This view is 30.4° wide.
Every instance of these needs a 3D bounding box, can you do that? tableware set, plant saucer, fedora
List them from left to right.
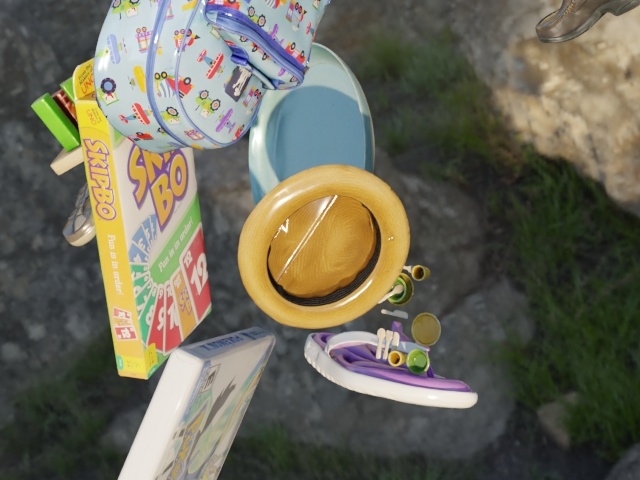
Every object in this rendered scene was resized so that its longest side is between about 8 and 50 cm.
[{"bbox_3d":[-0.010,-0.125,1.704,0.044,0.317,0.317,-1,13,-33],"label":"plant saucer"},{"bbox_3d":[0.000,0.000,1.295,0.194,0.194,0.079,-22,21,0],"label":"fedora"},{"bbox_3d":[0.125,0.110,1.683,0.104,0.154,0.024,12,5,35],"label":"tableware set"}]

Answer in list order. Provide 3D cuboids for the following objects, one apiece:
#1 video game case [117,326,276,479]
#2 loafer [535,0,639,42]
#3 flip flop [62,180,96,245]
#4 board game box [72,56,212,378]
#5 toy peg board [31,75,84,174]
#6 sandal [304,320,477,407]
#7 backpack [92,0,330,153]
[{"bbox_3d":[-0.157,0.256,1.262,0.036,0.329,0.300,24,5,11],"label":"video game case"},{"bbox_3d":[0.297,-0.272,1.312,0.170,0.061,0.062,-25,23,52],"label":"loafer"},{"bbox_3d":[-0.357,-0.072,2.007,0.112,0.080,0.277,-39,23,27],"label":"flip flop"},{"bbox_3d":[-0.140,-0.031,0.955,0.039,0.259,0.124,3,25,21],"label":"board game box"},{"bbox_3d":[-0.229,-0.170,1.308,0.161,0.079,0.160,-26,22,21],"label":"toy peg board"},{"bbox_3d":[0.086,0.171,1.796,0.169,0.102,0.416,5,3,-28],"label":"sandal"},{"bbox_3d":[-0.080,-0.144,0.843,0.117,0.158,0.173,15,78,25],"label":"backpack"}]
